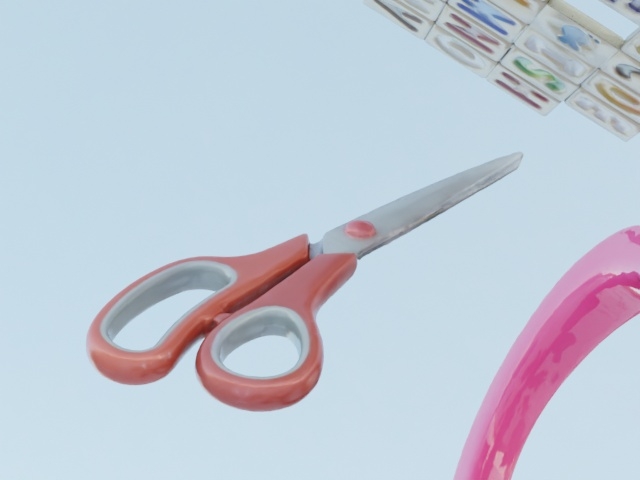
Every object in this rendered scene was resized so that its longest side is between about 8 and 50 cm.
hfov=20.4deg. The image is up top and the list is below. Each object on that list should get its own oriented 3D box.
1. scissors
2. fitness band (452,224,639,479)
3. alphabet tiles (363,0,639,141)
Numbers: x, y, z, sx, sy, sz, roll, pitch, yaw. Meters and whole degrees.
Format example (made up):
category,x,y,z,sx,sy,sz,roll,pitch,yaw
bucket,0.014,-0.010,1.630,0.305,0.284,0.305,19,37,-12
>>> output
category,x,y,z,sx,sy,sz,roll,pitch,yaw
scissors,0.000,0.000,0.879,0.109,0.297,0.021,16,-56,23
fitness band,0.122,0.113,0.815,0.054,0.291,0.209,25,-58,-10
alphabet tiles,0.084,-0.116,0.848,0.198,0.009,0.237,32,-9,0
